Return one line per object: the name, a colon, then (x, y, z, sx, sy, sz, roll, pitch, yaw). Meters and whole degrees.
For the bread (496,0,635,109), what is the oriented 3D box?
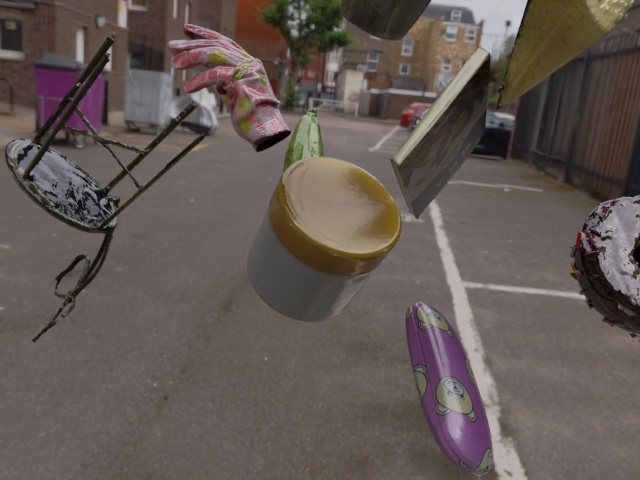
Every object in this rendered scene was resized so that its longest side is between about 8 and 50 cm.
bread: (0.488, -0.515, 1.154, 0.242, 0.345, 0.405, 44, -20, -10)

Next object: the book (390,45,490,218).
book: (0.287, -0.222, 1.342, 0.039, 0.300, 0.428, 38, 0, 19)

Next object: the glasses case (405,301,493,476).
glasses case: (0.204, 0.226, 0.936, 0.123, 0.076, 0.316, 42, 24, -29)

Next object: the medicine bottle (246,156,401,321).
medicine bottle: (0.000, 0.000, 1.096, 0.238, 0.232, 0.237, 14, 49, -16)

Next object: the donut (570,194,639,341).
donut: (0.555, 0.047, 0.982, 0.270, 0.269, 0.103, 5, -27, -6)

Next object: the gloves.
gloves: (-0.145, -0.263, 0.951, 0.126, 0.241, 0.145, -27, 2, 25)

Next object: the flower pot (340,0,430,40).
flower pot: (0.210, -0.772, 1.652, 0.294, 0.330, 0.293, 19, 37, -15)

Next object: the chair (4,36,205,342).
chair: (-0.285, -0.056, 0.671, 0.170, 0.326, 0.159, 39, 12, -31)

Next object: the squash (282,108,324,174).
squash: (-0.044, -0.172, 1.488, 0.119, 0.370, 0.118, 1, -12, 0)
